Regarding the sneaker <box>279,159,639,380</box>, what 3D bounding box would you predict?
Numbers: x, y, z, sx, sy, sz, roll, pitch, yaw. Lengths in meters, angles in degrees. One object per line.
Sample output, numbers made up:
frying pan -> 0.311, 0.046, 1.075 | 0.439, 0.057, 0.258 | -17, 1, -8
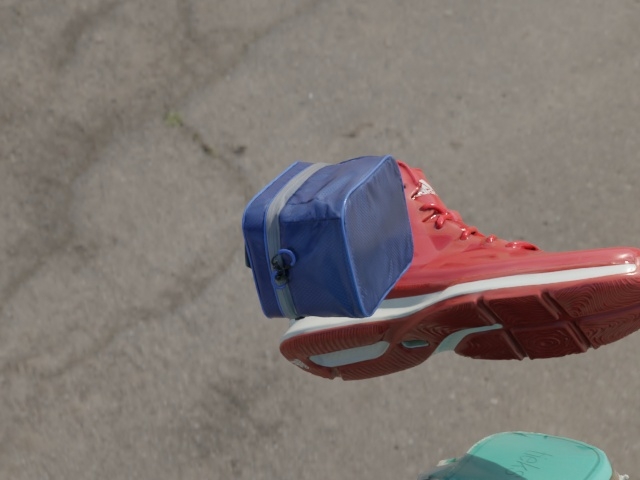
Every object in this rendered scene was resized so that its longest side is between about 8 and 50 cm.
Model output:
sneaker -> 0.079, -0.001, 0.711 | 0.221, 0.087, 0.128 | -9, 59, 22

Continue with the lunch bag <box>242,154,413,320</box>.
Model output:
lunch bag -> 0.000, 0.000, 0.637 | 0.065, 0.067, 0.098 | -3, 20, 25

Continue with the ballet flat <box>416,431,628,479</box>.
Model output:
ballet flat -> 0.064, 0.186, 0.611 | 0.147, 0.147, 0.409 | 36, 15, 25
